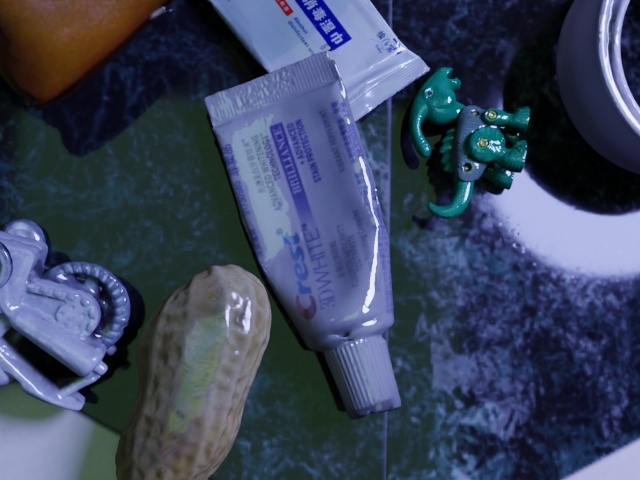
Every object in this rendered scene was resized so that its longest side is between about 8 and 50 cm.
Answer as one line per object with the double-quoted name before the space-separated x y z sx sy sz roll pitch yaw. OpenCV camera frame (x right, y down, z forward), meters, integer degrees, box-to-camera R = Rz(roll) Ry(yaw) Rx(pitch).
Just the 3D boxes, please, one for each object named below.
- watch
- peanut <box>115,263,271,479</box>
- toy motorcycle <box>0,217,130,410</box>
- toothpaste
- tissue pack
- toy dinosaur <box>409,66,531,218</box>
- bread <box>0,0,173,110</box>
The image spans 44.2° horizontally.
"watch" 0.329 -0.146 0.613 0.231 0.196 0.244 -44 92 -3
"peanut" -0.098 0.108 0.583 0.093 0.083 0.194 22 81 -2
"toy motorcycle" -0.279 0.060 0.570 0.260 0.110 0.170 18 97 -10
"toothpaste" 0.002 0.000 0.615 0.099 0.068 0.282 -16 85 -22
"tissue pack" -0.014 -0.184 0.659 0.122 0.026 0.193 -36 87 -10
"toy dinosaur" 0.117 -0.078 0.648 0.096 0.059 0.132 12 73 5
"bread" -0.187 -0.305 0.520 0.323 0.333 0.143 -47 46 -7
